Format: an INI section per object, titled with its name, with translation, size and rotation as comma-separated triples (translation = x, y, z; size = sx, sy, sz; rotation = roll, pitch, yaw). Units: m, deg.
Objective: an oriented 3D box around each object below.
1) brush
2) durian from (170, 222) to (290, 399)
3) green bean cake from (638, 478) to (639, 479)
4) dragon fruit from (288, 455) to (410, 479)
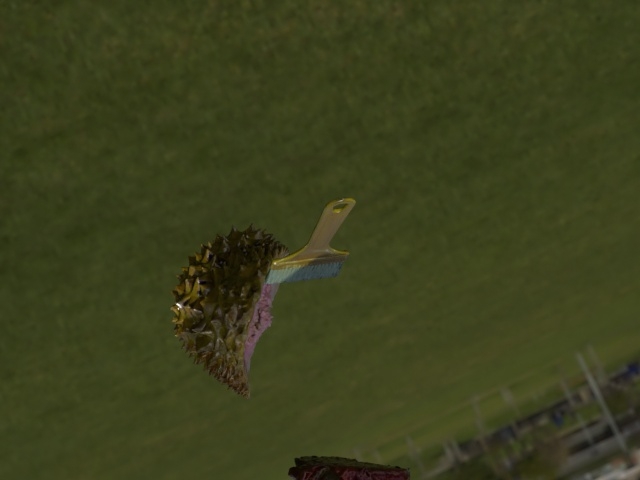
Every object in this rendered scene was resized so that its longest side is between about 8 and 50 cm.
[brush]
translation = 0.000, 0.000, 1.415
size = 0.083, 0.011, 0.205
rotation = -6, 158, -15
[durian]
translation = -0.107, 0.080, 1.755
size = 0.132, 0.165, 0.182
rotation = 27, 102, -46
[green bean cake]
translation = 0.370, 0.310, 1.475
size = 0.232, 0.097, 0.198
rotation = -59, -179, 28
[dragon fruit]
translation = 0.025, 0.265, 1.488
size = 0.097, 0.063, 0.131
rotation = 5, 177, 36
